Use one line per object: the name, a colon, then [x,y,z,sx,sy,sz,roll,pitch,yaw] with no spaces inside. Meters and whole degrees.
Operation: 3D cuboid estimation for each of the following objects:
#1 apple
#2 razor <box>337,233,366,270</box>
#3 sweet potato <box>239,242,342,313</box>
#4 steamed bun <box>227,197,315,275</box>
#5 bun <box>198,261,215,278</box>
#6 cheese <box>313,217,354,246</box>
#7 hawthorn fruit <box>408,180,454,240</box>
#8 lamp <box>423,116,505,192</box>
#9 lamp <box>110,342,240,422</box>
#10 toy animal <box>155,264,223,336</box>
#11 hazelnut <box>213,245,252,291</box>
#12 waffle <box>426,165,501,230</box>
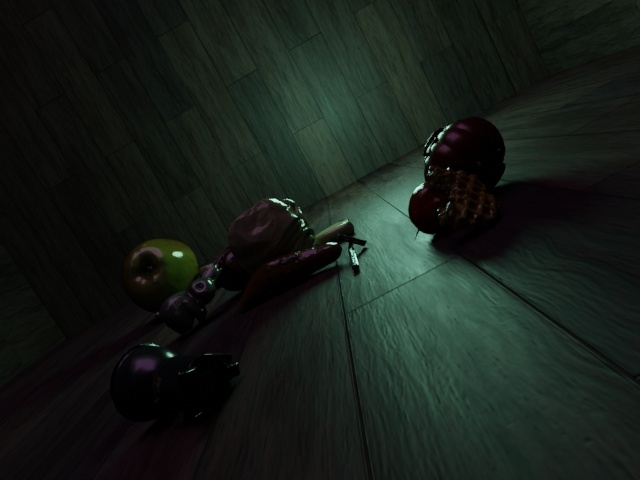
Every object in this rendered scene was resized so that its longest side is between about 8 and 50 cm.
apple: [-0.712,0.153,2.057,0.338,0.339,0.305,-29,-4,2]
razor: [0.086,0.037,1.250,0.084,0.036,0.211,13,21,-4]
sweet potato: [-0.101,0.085,1.360,0.354,0.095,0.106,-31,53,8]
steamed bun: [-0.136,0.012,1.505,0.276,0.203,0.289,-38,-22,-17]
bun: [-0.446,0.141,2.076,0.183,0.102,0.183,-22,0,0]
cheese: [0.000,0.000,1.665,0.255,0.050,0.127,-28,10,3]
hawthorn fruit: [0.256,-0.075,1.092,0.140,0.125,0.125,-23,11,28]
lamp: [0.362,-0.208,1.203,0.226,0.227,0.227,-28,9,5]
lamp: [-0.246,0.255,0.846,0.227,0.147,0.172,-12,-5,36]
toy animal: [-0.399,0.180,1.501,0.125,0.127,0.251,20,68,39]
hazelnut: [-0.275,0.083,1.651,0.202,0.170,0.160,-53,10,3]
waffle: [0.299,-0.096,0.999,0.148,0.051,0.194,0,45,-16]
